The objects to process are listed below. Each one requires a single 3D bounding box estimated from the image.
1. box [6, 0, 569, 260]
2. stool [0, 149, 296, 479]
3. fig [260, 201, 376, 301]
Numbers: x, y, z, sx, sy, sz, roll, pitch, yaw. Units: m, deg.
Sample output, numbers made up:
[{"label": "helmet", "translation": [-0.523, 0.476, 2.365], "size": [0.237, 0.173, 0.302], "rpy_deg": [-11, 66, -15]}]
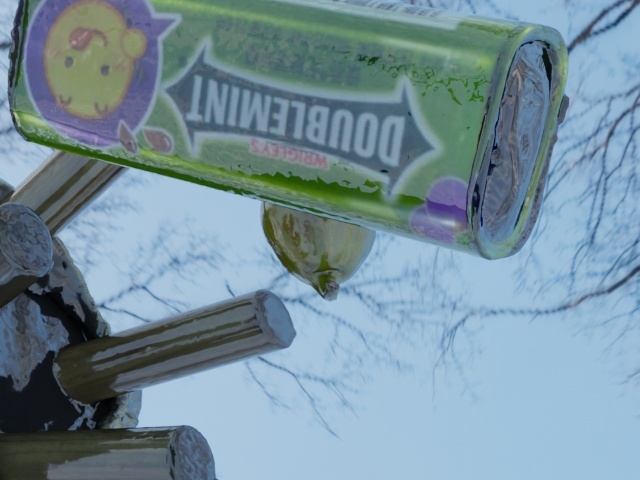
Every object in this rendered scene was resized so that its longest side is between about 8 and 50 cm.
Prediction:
[{"label": "box", "translation": [-0.030, -0.089, 0.885], "size": [0.345, 0.097, 0.134], "rpy_deg": [16, -80, 30]}, {"label": "stool", "translation": [-0.213, 0.065, 1.205], "size": [0.226, 0.310, 0.310], "rpy_deg": [-26, -72, 26]}, {"label": "fig", "translation": [0.000, 0.000, 0.987], "size": [0.082, 0.084, 0.098], "rpy_deg": [2, -110, -15]}]
